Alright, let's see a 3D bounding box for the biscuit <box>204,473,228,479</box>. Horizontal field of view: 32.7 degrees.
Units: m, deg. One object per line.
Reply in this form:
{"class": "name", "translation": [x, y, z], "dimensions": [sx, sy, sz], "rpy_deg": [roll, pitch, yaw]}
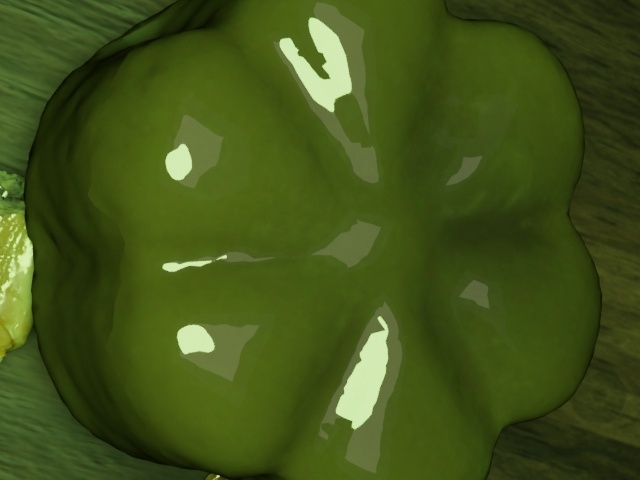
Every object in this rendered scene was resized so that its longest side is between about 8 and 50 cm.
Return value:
{"class": "biscuit", "translation": [-0.081, 0.350, 1.027], "dimensions": [0.232, 0.013, 0.237], "rpy_deg": [27, 81, -17]}

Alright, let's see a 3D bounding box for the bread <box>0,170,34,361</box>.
{"class": "bread", "translation": [-0.288, 0.021, 0.915], "dimensions": [0.119, 0.084, 0.177], "rpy_deg": [23, 81, -26]}

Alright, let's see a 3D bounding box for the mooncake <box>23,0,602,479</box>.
{"class": "mooncake", "translation": [0.000, 0.000, 0.897], "dimensions": [0.467, 0.262, 0.467], "rpy_deg": [-1, 92, -29]}
